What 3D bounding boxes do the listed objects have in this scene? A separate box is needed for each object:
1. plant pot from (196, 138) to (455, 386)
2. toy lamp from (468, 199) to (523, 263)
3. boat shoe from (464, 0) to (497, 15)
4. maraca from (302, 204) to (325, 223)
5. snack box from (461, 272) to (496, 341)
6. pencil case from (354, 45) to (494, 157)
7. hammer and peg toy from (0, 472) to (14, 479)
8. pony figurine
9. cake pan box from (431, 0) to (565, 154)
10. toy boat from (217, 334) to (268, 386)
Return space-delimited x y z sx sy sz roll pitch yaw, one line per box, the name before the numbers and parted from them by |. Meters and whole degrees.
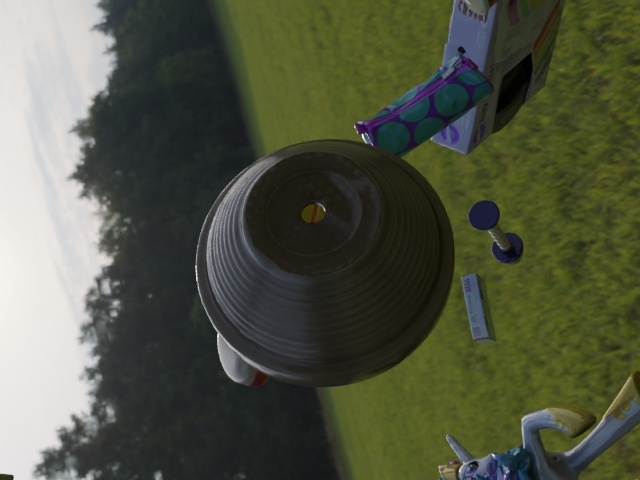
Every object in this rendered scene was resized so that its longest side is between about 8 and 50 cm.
plant pot | 0.000 0.000 0.746 0.110 0.237 0.237 75 178 -66
toy lamp | 0.414 -0.008 1.977 0.275 0.080 0.080 36 -148 -58
boat shoe | 0.174 -0.294 0.915 0.049 0.043 0.137 38 176 22
maraca | -0.004 -0.037 1.450 0.186 0.127 0.099 44 159 -2
snack box | 0.340 0.147 1.835 0.100 0.037 0.141 28 -129 -67
pencil case | 0.116 -0.150 0.965 0.070 0.152 0.064 42 -165 -55
hammer and peg toy | -0.589 0.491 1.417 0.266 0.127 0.361 -103 30 -52
pony figurine | 0.322 0.385 1.132 0.363 0.303 0.351 -40 61 44
cake pan box | 0.256 -0.278 1.187 0.070 0.246 0.267 31 138 27
toy boat | -0.085 0.157 1.552 0.151 0.151 0.231 39 107 57
